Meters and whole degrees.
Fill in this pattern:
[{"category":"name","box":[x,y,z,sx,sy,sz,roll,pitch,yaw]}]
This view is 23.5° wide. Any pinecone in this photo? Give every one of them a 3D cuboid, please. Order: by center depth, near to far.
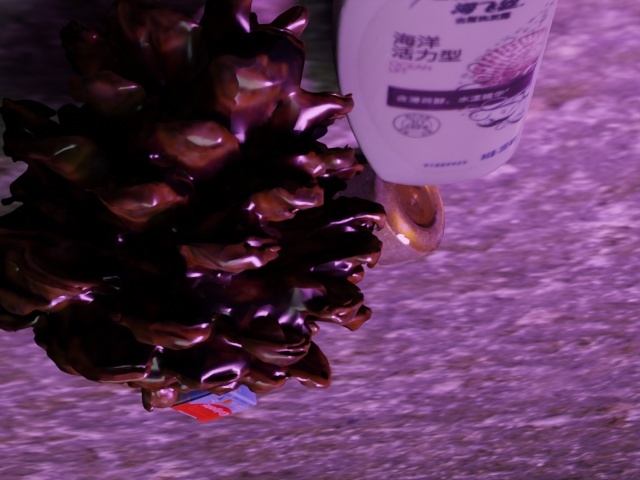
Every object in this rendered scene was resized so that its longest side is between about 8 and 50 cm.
[{"category":"pinecone","box":[-0.088,-0.025,0.906,0.243,0.257,0.243,-14,-178,1]}]

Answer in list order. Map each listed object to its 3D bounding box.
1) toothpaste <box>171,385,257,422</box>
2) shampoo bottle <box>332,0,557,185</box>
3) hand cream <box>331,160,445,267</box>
[{"category":"toothpaste","box":[-0.092,0.020,1.042,0.044,0.193,0.070,-20,155,18]},{"category":"shampoo bottle","box":[0.074,-0.144,0.920,0.134,0.078,0.359,-8,156,-4]},{"category":"hand cream","box":[0.000,0.000,1.212,0.203,0.084,0.084,-24,156,37]}]
